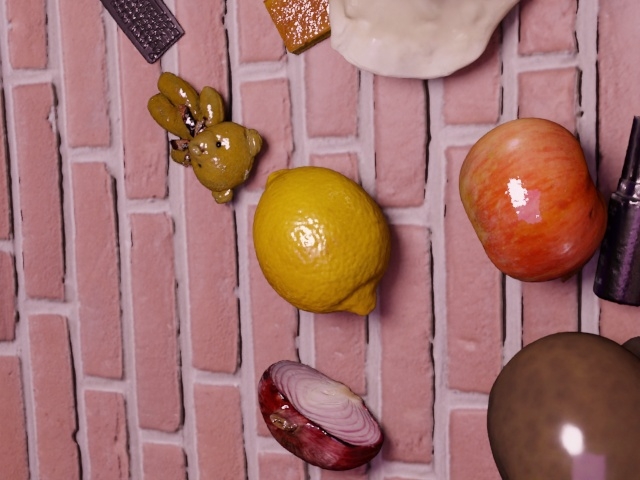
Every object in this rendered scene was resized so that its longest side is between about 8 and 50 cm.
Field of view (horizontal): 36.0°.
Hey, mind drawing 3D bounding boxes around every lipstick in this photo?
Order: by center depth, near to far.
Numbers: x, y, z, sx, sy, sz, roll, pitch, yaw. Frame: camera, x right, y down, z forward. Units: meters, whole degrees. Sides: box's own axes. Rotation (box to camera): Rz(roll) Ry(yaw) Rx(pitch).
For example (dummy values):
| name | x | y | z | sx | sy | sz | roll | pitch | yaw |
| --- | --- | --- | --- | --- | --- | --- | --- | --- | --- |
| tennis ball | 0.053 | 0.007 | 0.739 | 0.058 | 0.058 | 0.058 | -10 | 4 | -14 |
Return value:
| name | x | y | z | sx | sy | sz | roll | pitch | yaw |
| --- | --- | --- | --- | --- | --- | --- | --- | --- | --- |
| lipstick | 0.416 | -0.062 | 1.267 | 0.081 | 0.081 | 0.299 | 14 | 102 | 17 |

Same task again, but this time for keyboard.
| name | x | y | z | sx | sy | sz | roll | pitch | yaw |
| --- | --- | --- | --- | --- | --- | --- | --- | --- | --- |
| keyboard | -0.308 | -0.390 | 1.514 | 0.087 | 0.017 | 0.250 | -37 | 85 | 19 |

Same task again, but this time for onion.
| name | x | y | z | sx | sy | sz | roll | pitch | yaw |
| --- | --- | --- | --- | --- | --- | --- | --- | --- | --- |
| onion | -0.018 | 0.272 | 1.442 | 0.206 | 0.151 | 0.098 | 40 | 124 | 27 |

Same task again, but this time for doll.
| name | x | y | z | sx | sy | sz | roll | pitch | yaw |
| --- | --- | --- | --- | --- | --- | --- | --- | --- | --- |
| doll | -0.187 | -0.159 | 1.464 | 0.209 | 0.097 | 0.137 | 41 | 114 | 16 |

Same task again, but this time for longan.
| name | x | y | z | sx | sy | sz | roll | pitch | yaw |
| --- | --- | --- | --- | --- | --- | --- | --- | --- | --- |
| longan | 0.354 | 0.252 | 1.257 | 0.300 | 0.300 | 0.243 | 50 | 151 | 7 |

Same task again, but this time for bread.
| name | x | y | z | sx | sy | sz | roll | pitch | yaw |
| --- | --- | --- | --- | --- | --- | --- | --- | --- | --- |
| bread | -0.022 | -0.326 | 1.410 | 0.094 | 0.035 | 0.090 | -26 | 88 | 21 |

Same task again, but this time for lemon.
| name | x | y | z | sx | sy | sz | roll | pitch | yaw |
| --- | --- | --- | --- | --- | --- | --- | --- | --- | --- |
| lemon | 0.000 | 0.000 | 1.371 | 0.187 | 0.187 | 0.244 | -34 | 80 | 21 |

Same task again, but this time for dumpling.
| name | x | y | z | sx | sy | sz | roll | pitch | yaw |
| --- | --- | --- | --- | --- | --- | --- | --- | --- | --- |
| dumpling | 0.142 | -0.334 | 1.269 | 0.318 | 0.187 | 0.242 | -5 | 92 | 17 |

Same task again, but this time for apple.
| name | x | y | z | sx | sy | sz | roll | pitch | yaw |
| --- | --- | --- | --- | --- | --- | --- | --- | --- | --- |
| apple | 0.273 | -0.055 | 1.261 | 0.164 | 0.209 | 0.209 | -27 | 88 | 18 |

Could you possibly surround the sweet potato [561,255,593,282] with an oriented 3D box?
| name | x | y | z | sx | sy | sz | roll | pitch | yaw |
| --- | --- | --- | --- | --- | --- | --- | --- | --- | --- |
| sweet potato | 0.350 | 0.018 | 1.326 | 0.034 | 0.034 | 0.095 | 31 | 104 | 13 |
